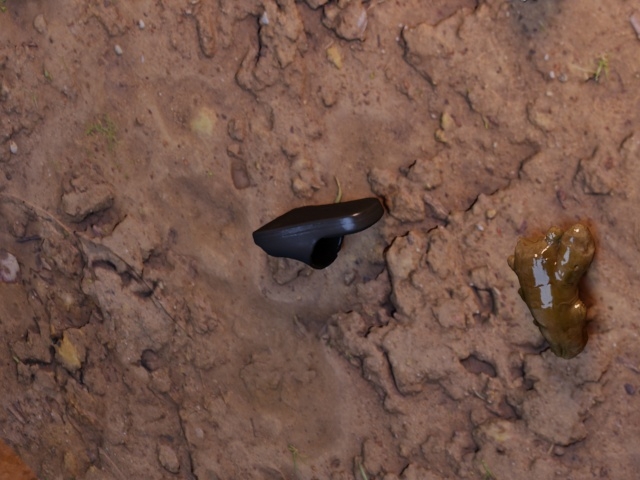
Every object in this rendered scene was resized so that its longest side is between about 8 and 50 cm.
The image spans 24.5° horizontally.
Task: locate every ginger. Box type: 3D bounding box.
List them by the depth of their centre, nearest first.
[{"bbox_3d":[0.310,0.065,1.999,0.115,0.081,0.205,1,114,6],"label":"ginger"}]

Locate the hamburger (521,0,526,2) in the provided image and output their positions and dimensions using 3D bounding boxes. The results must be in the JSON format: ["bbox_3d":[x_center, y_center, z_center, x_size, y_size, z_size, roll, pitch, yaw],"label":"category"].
[{"bbox_3d":[0.256,-0.353,1.780,0.084,0.054,0.121,50,137,10],"label":"hamburger"}]

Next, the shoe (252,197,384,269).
[{"bbox_3d":[0.000,0.000,2.223,0.241,0.108,0.093,-10,107,42],"label":"shoe"}]
